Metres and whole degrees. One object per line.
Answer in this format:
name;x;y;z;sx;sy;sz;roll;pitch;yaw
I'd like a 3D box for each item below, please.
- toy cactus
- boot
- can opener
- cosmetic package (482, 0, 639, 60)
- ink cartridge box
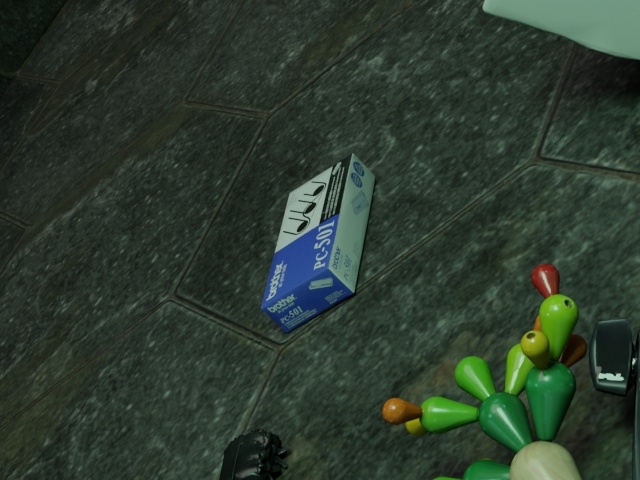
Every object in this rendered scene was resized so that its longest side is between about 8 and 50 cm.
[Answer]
toy cactus;0.143;0.142;1.199;0.219;0.112;0.180;-54;42;20
boot;-0.089;0.231;1.511;0.121;0.045;0.099;-23;33;26
can opener;0.234;0.133;1.151;0.073;0.059;0.186;-8;45;12
cosmetic package;0.310;-0.376;1.358;0.453;0.230;0.161;104;-175;-45
ink cartridge box;0.000;0.000;1.743;0.097;0.046;0.207;-32;27;29
